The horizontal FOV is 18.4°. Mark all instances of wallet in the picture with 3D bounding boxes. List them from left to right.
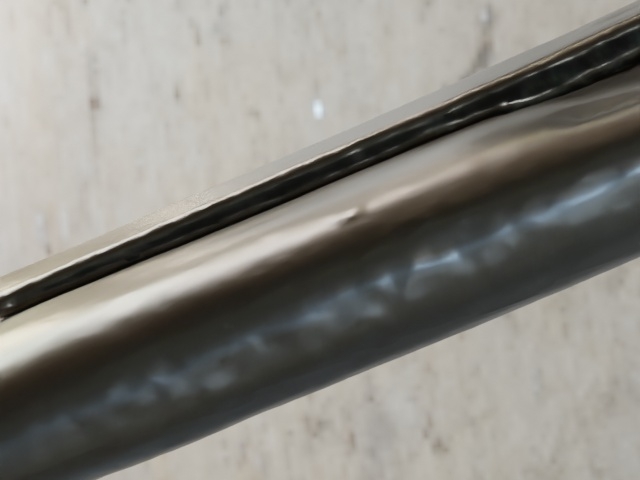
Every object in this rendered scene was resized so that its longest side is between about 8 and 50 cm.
[{"bbox_3d":[0.000,-0.001,0.759,0.228,0.406,0.062,-100,-13,-75],"label":"wallet"}]
